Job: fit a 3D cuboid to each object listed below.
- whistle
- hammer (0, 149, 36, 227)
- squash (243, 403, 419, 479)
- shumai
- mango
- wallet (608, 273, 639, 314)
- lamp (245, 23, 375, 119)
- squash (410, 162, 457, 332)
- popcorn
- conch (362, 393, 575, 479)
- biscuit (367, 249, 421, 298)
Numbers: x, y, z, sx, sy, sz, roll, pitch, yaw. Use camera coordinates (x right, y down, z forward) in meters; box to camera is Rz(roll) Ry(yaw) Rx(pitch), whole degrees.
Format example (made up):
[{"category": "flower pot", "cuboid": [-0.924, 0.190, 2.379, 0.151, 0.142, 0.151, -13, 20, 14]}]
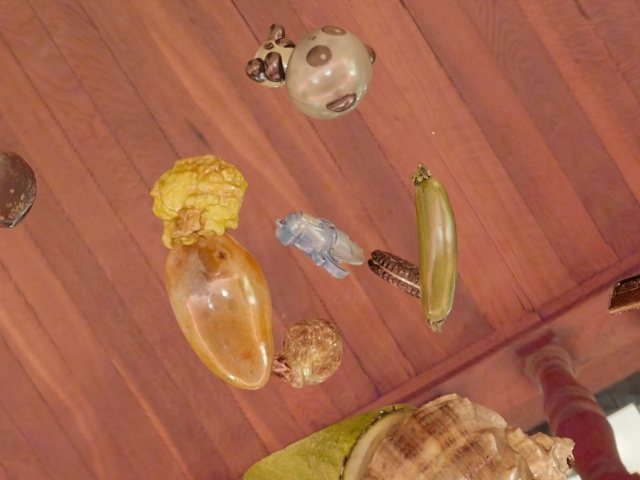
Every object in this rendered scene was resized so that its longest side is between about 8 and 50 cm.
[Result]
[{"category": "whistle", "cuboid": [0.000, 0.000, 1.884, 0.269, 0.180, 0.093, 26, 121, -35]}, {"category": "hammer", "cuboid": [-0.530, 0.051, 0.955, 0.243, 0.095, 0.408, 4, 57, 26]}, {"category": "squash", "cuboid": [0.011, 0.269, 1.015, 0.189, 0.260, 0.189, -5, 99, -36]}, {"category": "shumai", "cuboid": [-0.043, 0.296, 1.949, 0.161, 0.153, 0.209, 37, 121, 8]}, {"category": "mango", "cuboid": [-0.211, 0.148, 1.743, 0.221, 0.199, 0.384, -28, 84, 14]}, {"category": "wallet", "cuboid": [0.776, 0.095, 1.787, 0.243, 0.133, 0.039, -24, 109, 39]}, {"category": "lamp", "cuboid": [-0.016, -0.349, 1.613, 0.244, 0.198, 0.197, 17, 100, 13]}, {"category": "squash", "cuboid": [0.209, 0.018, 1.417, 0.071, 0.080, 0.318, -5, 99, 2]}, {"category": "popcorn", "cuboid": [-0.226, -0.070, 1.511, 0.198, 0.197, 0.155, -30, 74, 11]}, {"category": "conch", "cuboid": [0.174, 0.295, 0.868, 0.291, 0.159, 0.210, -33, 123, -23]}, {"category": "biscuit", "cuboid": [0.200, 0.082, 1.876, 0.195, 0.194, 0.053, 28, 98, 4]}]
